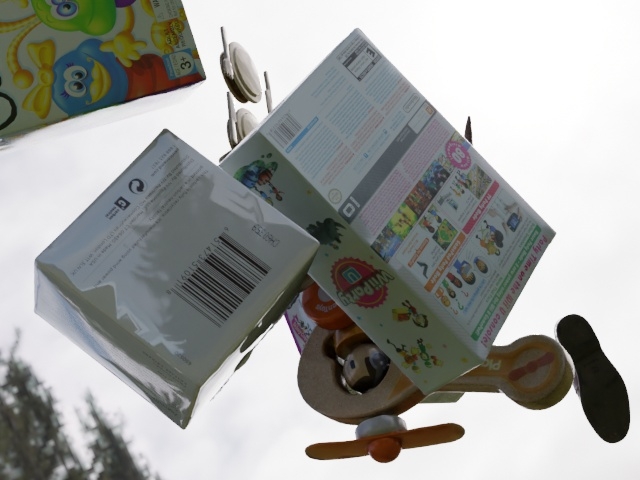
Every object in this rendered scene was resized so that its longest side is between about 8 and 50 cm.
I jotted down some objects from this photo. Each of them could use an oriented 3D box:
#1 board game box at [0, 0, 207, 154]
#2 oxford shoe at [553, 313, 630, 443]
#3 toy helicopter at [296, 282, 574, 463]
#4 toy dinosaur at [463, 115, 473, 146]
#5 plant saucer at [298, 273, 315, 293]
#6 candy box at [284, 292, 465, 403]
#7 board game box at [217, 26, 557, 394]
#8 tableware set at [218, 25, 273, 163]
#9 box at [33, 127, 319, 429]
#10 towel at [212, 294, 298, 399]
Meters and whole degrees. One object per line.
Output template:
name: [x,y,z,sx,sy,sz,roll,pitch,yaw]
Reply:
board game box: [-0.263,-0.163,1.115,0.275,0.144,0.142,-19,3,-15]
oxford shoe: [0.425,0.214,1.947,0.076,0.212,0.076,-20,-4,-3]
toy helicopter: [0.120,0.159,1.438,0.355,0.235,0.140,0,-28,36]
toy dinosaur: [0.183,-0.045,1.969,0.127,0.200,0.295,36,-76,-24]
plant saucer: [0.000,0.000,1.441,0.036,0.198,0.198,42,-72,-10]
candy box: [0.084,0.145,1.710,0.233,0.159,0.071,4,-44,-33]
board game box: [0.071,-0.034,1.235,0.097,0.303,0.224,-38,9,45]
tableware set: [-0.103,-0.168,1.599,0.039,0.194,0.128,-20,-33,20]
box: [-0.129,0.034,1.102,0.181,0.182,0.119,-50,-8,-29]
towel: [-0.134,0.125,1.869,0.283,0.121,0.235,-49,-4,-18]
